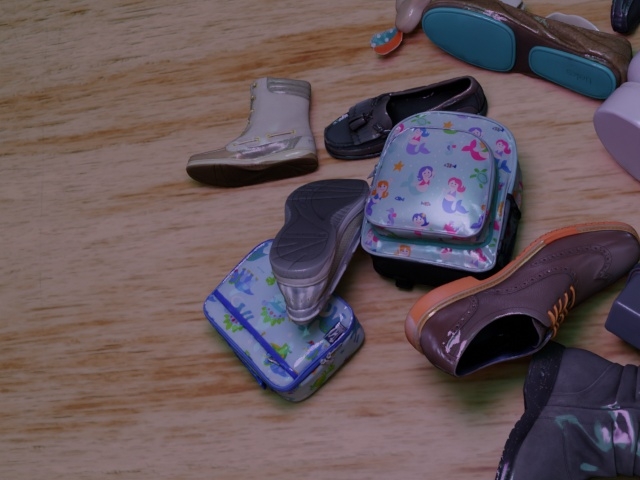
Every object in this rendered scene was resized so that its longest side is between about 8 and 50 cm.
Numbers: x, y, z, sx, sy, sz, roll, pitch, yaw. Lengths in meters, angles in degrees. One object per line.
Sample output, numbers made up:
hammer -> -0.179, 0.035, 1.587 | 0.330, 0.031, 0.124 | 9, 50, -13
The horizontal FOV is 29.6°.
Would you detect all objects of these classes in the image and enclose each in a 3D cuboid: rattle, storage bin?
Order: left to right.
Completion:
rattle -> 0.184, -0.375, 1.999 | 0.130, 0.142, 0.200 | 15, 85, 54
storage bin -> 0.460, 0.102, 1.647 | 0.135, 0.098, 0.091 | 32, 44, 25

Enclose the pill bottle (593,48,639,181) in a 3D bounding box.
pill bottle -> 0.574, -0.248, 1.736 | 0.361, 0.204, 0.204 | -44, 63, -7

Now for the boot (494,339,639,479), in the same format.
boot -> 0.357, 0.295, 1.593 | 0.222, 0.118, 0.338 | 13, 69, 19

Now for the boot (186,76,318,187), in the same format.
boot -> -0.113, -0.178, 1.963 | 0.213, 0.077, 0.165 | -7, 65, 6

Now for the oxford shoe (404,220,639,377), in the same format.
oxford shoe -> 0.303, 0.090, 1.662 | 0.363, 0.130, 0.133 | -26, 37, -11

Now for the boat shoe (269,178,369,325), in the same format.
boat shoe -> 0.002, 0.001, 1.779 | 0.118, 0.103, 0.320 | 2, 29, 12

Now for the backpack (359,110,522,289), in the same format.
backpack -> 0.182, -0.069, 1.779 | 0.225, 0.191, 0.254 | 9, 64, 20

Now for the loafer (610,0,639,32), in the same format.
loafer -> 0.526, -0.415, 1.898 | 0.078, 0.076, 0.223 | 23, 70, 31

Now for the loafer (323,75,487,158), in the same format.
loafer -> 0.126, -0.205, 1.904 | 0.267, 0.084, 0.096 | -15, 63, 8

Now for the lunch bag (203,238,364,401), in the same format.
lunch bag -> -0.057, 0.121, 1.804 | 0.176, 0.090, 0.219 | -43, 61, -3

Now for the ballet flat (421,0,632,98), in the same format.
ballet flat -> 0.332, -0.323, 1.900 | 0.342, 0.116, 0.124 | 20, 52, 22
